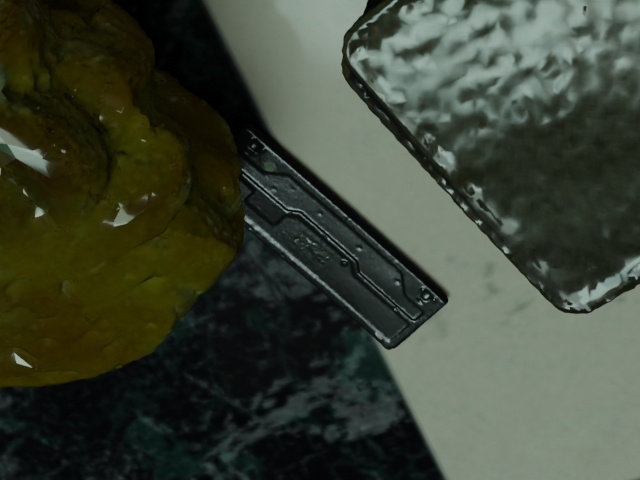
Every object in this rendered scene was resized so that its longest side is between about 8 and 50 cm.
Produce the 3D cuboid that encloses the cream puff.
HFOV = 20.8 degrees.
[{"bbox_3d":[-0.160,-0.028,0.875,0.244,0.196,0.244,5,120,9],"label":"cream puff"}]

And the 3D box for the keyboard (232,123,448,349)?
[{"bbox_3d":[0.000,0.000,0.970,0.155,0.010,0.053,42,118,-14],"label":"keyboard"}]

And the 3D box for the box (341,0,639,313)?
[{"bbox_3d":[0.166,-0.124,0.799,0.273,0.143,0.184,-37,108,26],"label":"box"}]
